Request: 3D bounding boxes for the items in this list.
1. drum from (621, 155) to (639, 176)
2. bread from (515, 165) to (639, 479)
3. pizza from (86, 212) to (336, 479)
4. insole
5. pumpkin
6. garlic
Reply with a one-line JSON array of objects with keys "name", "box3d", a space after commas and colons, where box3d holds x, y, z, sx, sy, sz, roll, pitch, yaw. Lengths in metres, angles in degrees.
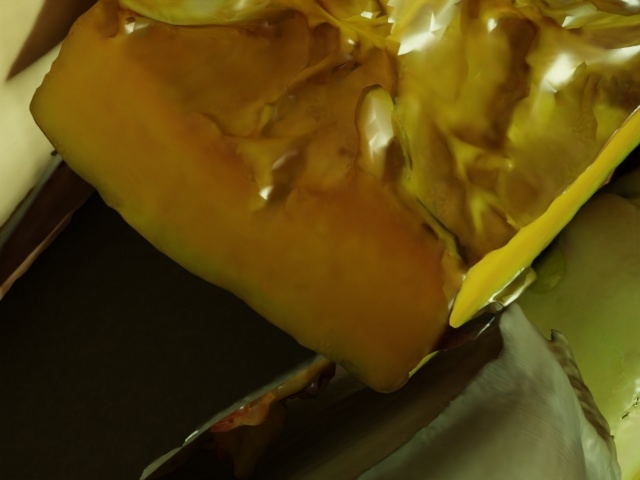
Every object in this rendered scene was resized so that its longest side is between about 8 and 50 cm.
[{"name": "drum", "box3d": [0.385, 0.053, 1.124, 0.214, 0.431, 0.431, -39, 162, -23]}, {"name": "bread", "box3d": [0.146, 0.060, 1.041, 0.260, 0.158, 0.156, -53, 153, 20]}, {"name": "pizza", "box3d": [0.000, 0.000, 0.614, 0.305, 0.085, 0.161, -46, 165, 1]}, {"name": "insole", "box3d": [-0.042, 0.017, 0.523, 0.328, 0.111, 0.007, -43, 139, 7]}, {"name": "pumpkin", "box3d": [0.057, -0.112, 0.396, 0.280, 0.139, 0.190, -48, 169, -7]}, {"name": "garlic", "box3d": [-0.005, 0.118, 0.697, 0.292, 0.237, 0.210, -38, 133, -10]}]
